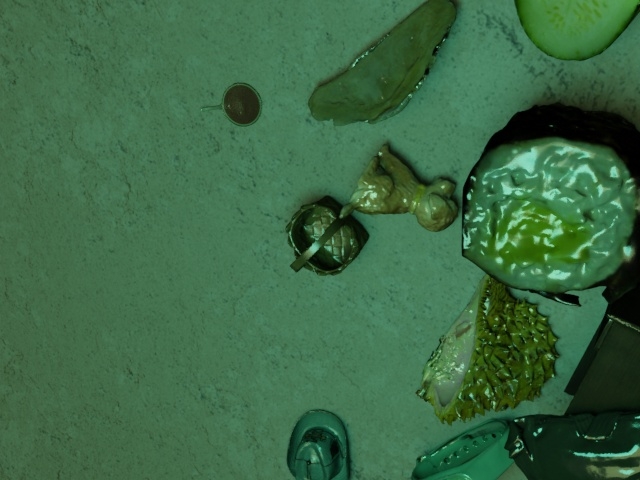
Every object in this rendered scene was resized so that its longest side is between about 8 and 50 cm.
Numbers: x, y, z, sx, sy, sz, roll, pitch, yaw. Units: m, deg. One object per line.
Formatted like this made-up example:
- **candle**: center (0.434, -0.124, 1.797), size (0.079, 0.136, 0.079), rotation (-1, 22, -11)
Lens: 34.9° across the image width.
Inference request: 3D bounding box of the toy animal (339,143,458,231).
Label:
- **toy animal**: center (0.143, -0.055, 1.796), size (0.185, 0.184, 0.104), rotation (33, 142, 2)

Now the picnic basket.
- **picnic basket**: center (0.000, 0.000, 1.866), size (0.138, 0.178, 0.128), rotation (43, 117, 5)

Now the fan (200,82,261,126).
- **fan**: center (-0.173, -0.258, 1.952), size (0.133, 0.005, 0.085), rotation (-3, 107, 23)

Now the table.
- **table**: center (0.521, 0.229, 1.686), size (0.196, 0.250, 0.282), rotation (25, 117, 11)

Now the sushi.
- **sushi**: center (0.393, -0.061, 1.618), size (0.299, 0.294, 0.281), rotation (27, 112, 11)

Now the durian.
- **durian**: center (0.328, 0.225, 1.856), size (0.195, 0.185, 0.305), rotation (22, 108, -11)

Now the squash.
- **squash**: center (0.402, -0.426, 1.544), size (0.233, 0.210, 0.309), rotation (44, 114, 18)

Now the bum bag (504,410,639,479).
- **bum bag**: center (0.446, 0.333, 1.575), size (0.326, 0.079, 0.142), rotation (-8, 98, 30)

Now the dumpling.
- **dumpling**: center (0.128, -0.277, 1.775), size (0.332, 0.086, 0.166), rotation (-36, 58, 28)

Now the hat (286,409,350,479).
- **hat**: center (-0.009, 0.446, 2.075), size (0.138, 0.078, 0.191), rotation (8, 110, 23)

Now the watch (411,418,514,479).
- **watch**: center (0.262, 0.415, 1.890), size (0.237, 0.195, 0.068), rotation (-34, 94, 38)
